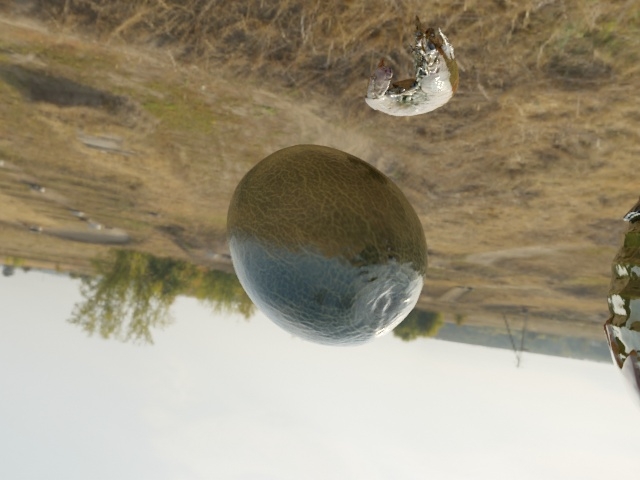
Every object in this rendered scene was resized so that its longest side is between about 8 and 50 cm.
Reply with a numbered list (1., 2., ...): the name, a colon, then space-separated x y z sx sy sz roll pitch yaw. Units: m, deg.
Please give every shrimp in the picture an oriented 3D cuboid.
1. shrimp: 0.140 -0.250 0.888 0.149 0.068 0.249 -13 164 1

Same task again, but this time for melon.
1. melon: 0.000 0.000 0.775 0.237 0.238 0.301 12 -158 -39

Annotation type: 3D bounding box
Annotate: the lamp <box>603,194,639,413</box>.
1. lamp: 0.286 0.015 0.302 0.250 0.285 0.250 12 -177 -1
